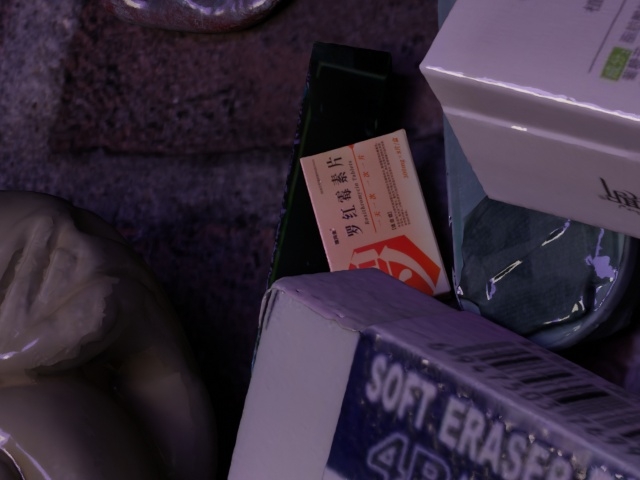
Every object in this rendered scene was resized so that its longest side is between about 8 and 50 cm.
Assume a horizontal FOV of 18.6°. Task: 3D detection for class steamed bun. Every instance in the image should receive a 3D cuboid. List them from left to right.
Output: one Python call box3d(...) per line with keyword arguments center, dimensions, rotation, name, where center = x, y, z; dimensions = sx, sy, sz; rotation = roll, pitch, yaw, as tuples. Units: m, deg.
box3d(center=(-0.244, 0.141, 1.068), dimensions=(0.368, 0.255, 0.342), rotation=(11, 60, 15), name="steamed bun")

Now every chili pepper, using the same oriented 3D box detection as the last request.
box3d(center=(-0.082, -0.151, 1.185), dimensions=(0.153, 0.041, 0.050), rotation=(11, 101, 27), name="chili pepper")

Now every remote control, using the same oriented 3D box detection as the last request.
box3d(center=(0.112, -0.060, 0.970), dimensions=(0.104, 0.052, 0.247), rotation=(-18, 63, 37), name="remote control")

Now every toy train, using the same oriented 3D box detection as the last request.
box3d(center=(0.000, 0.000, 1.049), dimensions=(0.044, 0.042, 0.209), rotation=(9, 77, 8), name="toy train")

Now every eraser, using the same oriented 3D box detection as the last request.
box3d(center=(0.083, 0.117, 0.879), dimensions=(0.287, 0.086, 0.130), rotation=(29, 114, 44), name="eraser")

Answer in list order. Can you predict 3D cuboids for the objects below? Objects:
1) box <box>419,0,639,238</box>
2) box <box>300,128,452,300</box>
box3d(center=(0.191, -0.124, 0.819), dimensions=(0.194, 0.111, 0.260), rotation=(19, 70, 32), name="box")
box3d(center=(0.029, -0.007, 1.017), dimensions=(0.058, 0.015, 0.093), rotation=(-15, 74, 1), name="box")
